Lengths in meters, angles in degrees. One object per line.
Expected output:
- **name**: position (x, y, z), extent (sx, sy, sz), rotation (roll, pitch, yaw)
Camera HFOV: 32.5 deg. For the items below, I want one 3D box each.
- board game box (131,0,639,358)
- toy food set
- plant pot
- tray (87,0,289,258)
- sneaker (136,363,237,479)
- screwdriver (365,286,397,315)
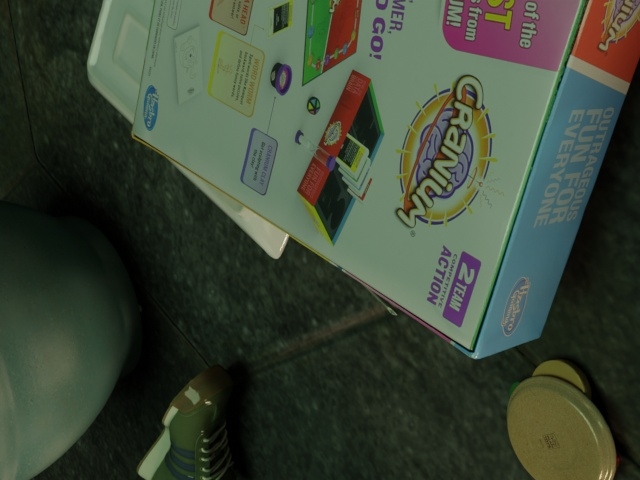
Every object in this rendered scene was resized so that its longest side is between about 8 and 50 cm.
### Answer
- **board game box**: position (0.022, -0.114, 0.636), extent (0.317, 0.064, 0.242), rotation (33, 119, 37)
- **toy food set**: position (0.146, 0.118, 0.667), extent (0.083, 0.020, 0.082), rotation (56, 141, 16)
- **plant pot**: position (-0.296, 0.084, 1.048), extent (0.293, 0.196, 0.293), rotation (26, 125, 43)
- **tray**: position (-0.099, -0.117, 0.826), extent (0.270, 0.030, 0.145), rotation (42, 124, 32)
- **sneaker**: position (-0.100, 0.190, 0.975), extent (0.086, 0.064, 0.192), rotation (47, 139, 15)
- **screwdriver**: position (0.000, 0.000, 0.791), extent (0.170, 0.024, 0.025), rotation (46, 167, 25)
